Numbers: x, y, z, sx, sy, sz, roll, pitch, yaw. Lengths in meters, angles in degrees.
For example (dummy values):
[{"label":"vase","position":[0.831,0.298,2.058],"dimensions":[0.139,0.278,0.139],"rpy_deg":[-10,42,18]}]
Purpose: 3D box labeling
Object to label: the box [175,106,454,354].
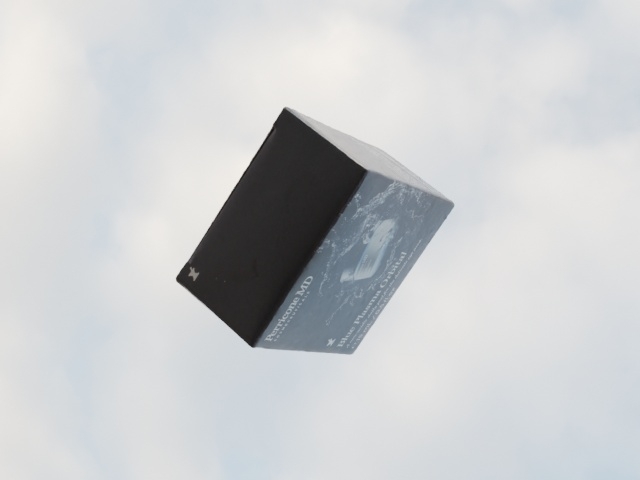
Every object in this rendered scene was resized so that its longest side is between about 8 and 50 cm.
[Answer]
[{"label":"box","position":[0.000,0.000,0.810],"dimensions":[0.093,0.158,0.156],"rpy_deg":[39,-77,29]}]
